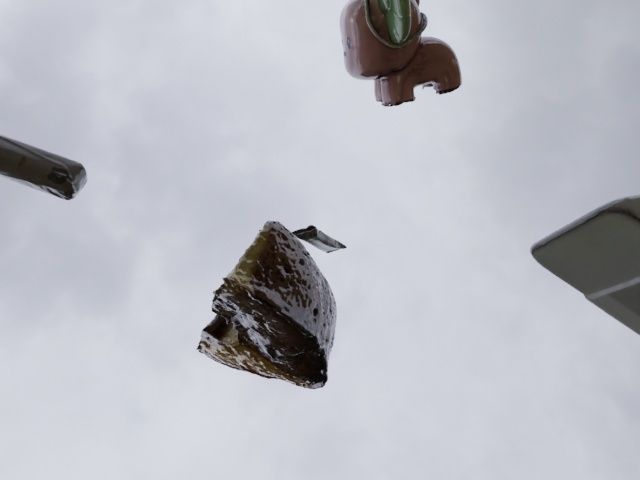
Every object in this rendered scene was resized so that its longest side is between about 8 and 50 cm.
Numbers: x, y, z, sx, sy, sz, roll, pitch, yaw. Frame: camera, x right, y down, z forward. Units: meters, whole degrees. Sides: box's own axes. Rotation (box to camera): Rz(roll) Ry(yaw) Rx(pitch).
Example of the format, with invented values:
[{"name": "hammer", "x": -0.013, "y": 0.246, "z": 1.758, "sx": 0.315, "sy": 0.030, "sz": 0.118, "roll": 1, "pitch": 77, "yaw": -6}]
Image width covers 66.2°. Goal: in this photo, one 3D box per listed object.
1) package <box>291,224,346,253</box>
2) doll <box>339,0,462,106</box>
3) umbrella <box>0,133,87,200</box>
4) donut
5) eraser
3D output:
[{"name": "package", "x": 0.000, "y": 0.000, "z": 0.678, "sx": 0.110, "sy": 0.037, "sz": 0.015, "roll": 28, "pitch": -128, "yaw": -60}, {"name": "doll", "x": 0.144, "y": -0.412, "z": 0.962, "sx": 0.217, "sy": 0.284, "sz": 0.268, "roll": -17, "pitch": -65, "yaw": -4}, {"name": "umbrella", "x": -0.572, "y": -0.156, "z": 0.833, "sx": 0.338, "sy": 0.073, "sz": 0.067, "roll": 20, "pitch": -51, "yaw": -8}, {"name": "donut", "x": -0.043, "y": 0.085, "z": 0.554, "sx": 0.151, "sy": 0.295, "sz": 0.112, "roll": 25, "pitch": -117, "yaw": -5}, {"name": "eraser", "x": 0.319, "y": 0.069, "z": 0.361, "sx": 0.352, "sy": 0.089, "sz": 0.061, "roll": 32, "pitch": -123, "yaw": -6}]
